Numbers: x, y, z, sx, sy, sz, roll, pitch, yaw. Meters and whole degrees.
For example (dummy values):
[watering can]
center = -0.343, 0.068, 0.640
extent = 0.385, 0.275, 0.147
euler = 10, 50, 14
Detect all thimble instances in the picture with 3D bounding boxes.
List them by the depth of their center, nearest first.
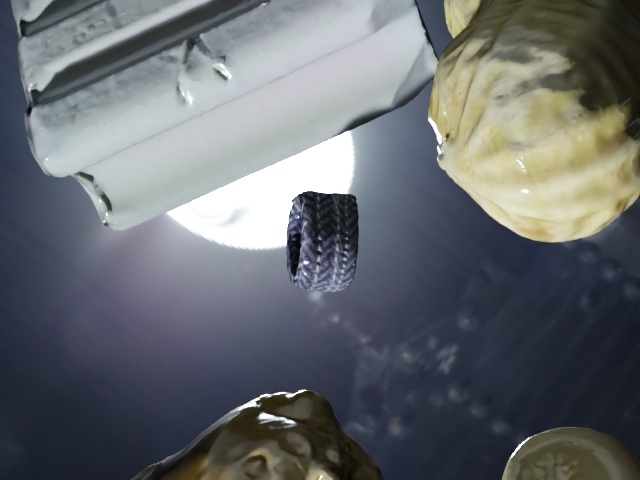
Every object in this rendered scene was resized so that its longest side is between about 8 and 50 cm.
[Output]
[thimble]
center = 0.000, 0.002, 1.195
extent = 0.095, 0.066, 0.104
euler = 151, -57, -74

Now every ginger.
[ginger]
center = -0.044, 0.114, 0.387
extent = 0.190, 0.069, 0.095
euler = -42, -172, 34

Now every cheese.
[cheese]
center = 0.287, 0.323, 1.279
extent = 0.218, 0.117, 0.235
euler = -38, -140, -12

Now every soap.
[soap]
center = -0.114, -0.254, 1.260
extent = 0.435, 0.350, 0.213
euler = -25, 150, 8

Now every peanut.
[peanut]
center = 0.145, -0.121, 0.757
extent = 0.153, 0.140, 0.325
euler = -23, -146, 18
